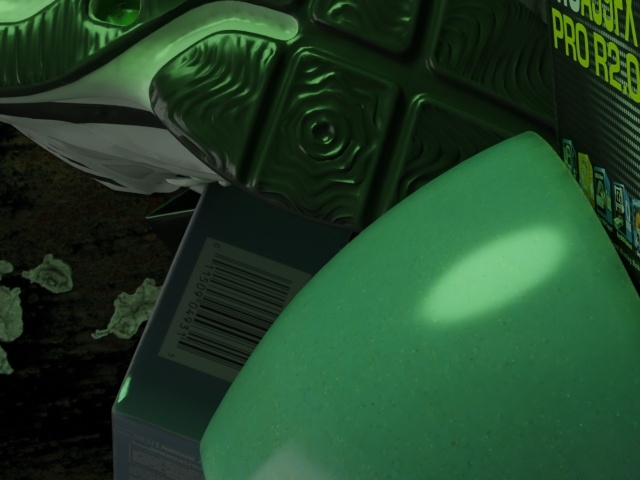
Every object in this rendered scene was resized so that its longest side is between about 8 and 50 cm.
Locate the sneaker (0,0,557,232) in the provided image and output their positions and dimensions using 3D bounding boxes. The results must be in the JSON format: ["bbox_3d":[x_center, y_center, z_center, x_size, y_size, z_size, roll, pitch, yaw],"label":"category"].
[{"bbox_3d":[-0.037,-0.097,1.110,0.257,0.447,0.169,32,-105,-73],"label":"sneaker"}]

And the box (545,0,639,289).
[{"bbox_3d":[0.142,-0.084,0.690,0.270,0.060,0.216,-114,16,-72],"label":"box"}]

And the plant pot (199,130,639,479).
[{"bbox_3d":[0.059,0.120,0.837,0.290,0.195,0.290,158,90,-89],"label":"plant pot"}]

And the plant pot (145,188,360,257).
[{"bbox_3d":[0.000,0.000,1.548,0.187,0.188,0.167,-6,115,54],"label":"plant pot"}]

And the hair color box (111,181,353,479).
[{"bbox_3d":[-0.074,0.117,1.377,0.374,0.113,0.185,107,-176,-68],"label":"hair color box"}]

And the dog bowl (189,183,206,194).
[{"bbox_3d":[-0.030,-0.161,1.284,0.104,0.264,0.265,-35,-58,-60],"label":"dog bowl"}]
